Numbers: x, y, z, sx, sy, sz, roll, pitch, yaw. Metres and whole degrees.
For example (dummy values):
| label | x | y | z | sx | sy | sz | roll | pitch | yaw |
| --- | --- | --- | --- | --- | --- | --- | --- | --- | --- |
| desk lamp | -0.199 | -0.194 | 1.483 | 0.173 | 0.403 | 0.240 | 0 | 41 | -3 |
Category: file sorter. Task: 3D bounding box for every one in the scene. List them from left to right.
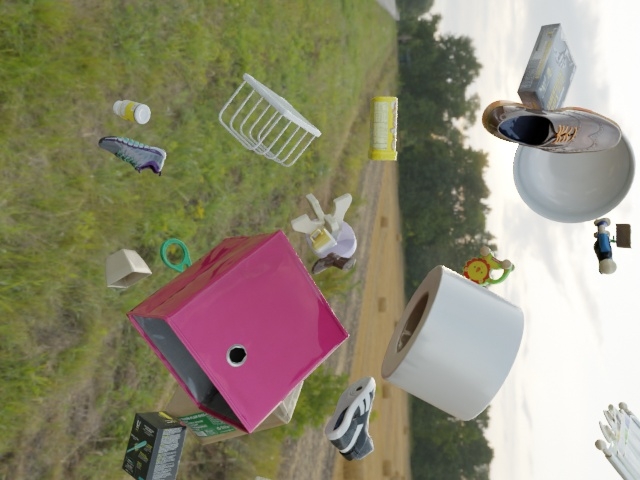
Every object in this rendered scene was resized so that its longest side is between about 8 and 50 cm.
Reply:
| label | x | y | z | sx | sy | sz | roll | pitch | yaw |
| --- | --- | --- | --- | --- | --- | --- | --- | --- | --- |
| file sorter | -0.165 | -0.371 | 1.794 | 0.193 | 0.173 | 0.278 | 45 | 12 | 19 |

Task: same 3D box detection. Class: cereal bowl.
| label | x | y | z | sx | sy | sz | roll | pitch | yaw |
| --- | --- | --- | --- | --- | --- | --- | --- | --- | --- |
| cereal bowl | 0.762 | -0.231 | 1.683 | 0.141 | 0.339 | 0.338 | -41 | 131 | -53 |

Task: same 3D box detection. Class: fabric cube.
| label | x | y | z | sx | sy | sz | roll | pitch | yaw |
| --- | --- | --- | --- | --- | --- | --- | --- | --- | --- |
| fabric cube | -0.157 | 0.160 | 1.050 | 0.258 | 0.259 | 0.254 | -39 | 107 | -29 |

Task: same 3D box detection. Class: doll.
| label | x | y | z | sx | sy | sz | roll | pitch | yaw |
| --- | --- | --- | --- | --- | --- | --- | --- | --- | --- |
| doll | 0.674 | 0.017 | 1.329 | 0.189 | 0.046 | 0.129 | -60 | 141 | -50 |

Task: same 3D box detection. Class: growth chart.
| label | x | y | z | sx | sy | sz | roll | pitch | yaw |
| --- | --- | --- | --- | --- | --- | --- | --- | --- | --- |
| growth chart | 0.500 | 0.337 | 0.874 | 0.237 | 0.021 | 0.171 | -6 | 58 | -55 |

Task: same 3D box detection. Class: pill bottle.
| label | x | y | z | sx | sy | sz | roll | pitch | yaw |
| --- | --- | --- | --- | --- | --- | --- | --- | --- | --- |
| pill bottle | -0.628 | -0.429 | 1.850 | 0.065 | 0.117 | 0.065 | -45 | 145 | -44 |

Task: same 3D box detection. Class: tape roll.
| label | x | y | z | sx | sy | sz | roll | pitch | yaw |
| --- | --- | --- | --- | --- | --- | --- | --- | --- | --- |
| tape roll | 0.244 | 0.191 | 1.055 | 0.246 | 0.169 | 0.246 | -62 | 178 | -4 |

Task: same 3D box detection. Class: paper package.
| label | x | y | z | sx | sy | sz | roll | pitch | yaw |
| --- | --- | --- | --- | --- | --- | --- | --- | --- | --- |
| paper package | -0.212 | 0.372 | 1.541 | 0.168 | 0.325 | 0.309 | 55 | 31 | -23 |

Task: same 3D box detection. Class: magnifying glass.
| label | x | y | z | sx | sy | sz | roll | pitch | yaw |
| --- | --- | --- | --- | --- | --- | --- | --- | --- | --- |
| magnifying glass | -0.435 | 0.093 | 1.808 | 0.230 | 0.026 | 0.092 | 56 | 47 | -23 |

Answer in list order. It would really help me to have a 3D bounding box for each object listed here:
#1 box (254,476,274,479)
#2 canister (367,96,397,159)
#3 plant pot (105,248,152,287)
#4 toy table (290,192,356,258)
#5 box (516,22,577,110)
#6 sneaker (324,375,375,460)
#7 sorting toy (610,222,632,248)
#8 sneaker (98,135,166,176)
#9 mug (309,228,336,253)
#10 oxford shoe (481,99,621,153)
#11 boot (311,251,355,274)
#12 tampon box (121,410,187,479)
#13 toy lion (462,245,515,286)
| label | x | y | z | sx | sy | sz | roll | pitch | yaw |
| --- | --- | --- | --- | --- | --- | --- | --- | --- | --- |
| box | -0.093 | 0.605 | 1.169 | 0.232 | 0.149 | 0.126 | 92 | 13 | -82 |
| canister | 0.175 | -0.313 | 1.565 | 0.126 | 0.074 | 0.169 | -100 | -170 | -78 |
| plant pot | -0.647 | 0.088 | 1.847 | 0.096 | 0.109 | 0.109 | 64 | 11 | 13 |
| toy table | 0.023 | -0.060 | 2.131 | 0.274 | 0.252 | 0.160 | 35 | -28 | 47 |
| box | 0.631 | -0.447 | 1.545 | 0.183 | 0.056 | 0.230 | 40 | 68 | -44 |
| sneaker | 0.092 | 0.433 | 1.331 | 0.121 | 0.079 | 0.217 | 59 | 37 | -10 |
| sorting toy | 0.723 | -0.012 | 1.344 | 0.083 | 0.012 | 0.061 | -159 | -118 | -85 |
| sneaker | -0.647 | -0.287 | 1.910 | 0.083 | 0.224 | 0.098 | 144 | -46 | -62 |
| mug | 0.002 | 0.001 | 1.716 | 0.078 | 0.064 | 0.062 | 49 | 8 | -5 |
| oxford shoe | 0.608 | -0.276 | 1.446 | 0.132 | 0.364 | 0.129 | -84 | 180 | -62 |
| boot | 0.040 | 0.079 | 1.691 | 0.106 | 0.114 | 0.037 | -41 | 124 | -22 |
| tampon box | -0.458 | 0.573 | 1.550 | 0.102 | 0.121 | 0.160 | 15 | 89 | -49 |
| toy lion | 0.385 | 0.070 | 1.299 | 0.034 | 0.100 | 0.096 | 30 | 95 | -49 |
